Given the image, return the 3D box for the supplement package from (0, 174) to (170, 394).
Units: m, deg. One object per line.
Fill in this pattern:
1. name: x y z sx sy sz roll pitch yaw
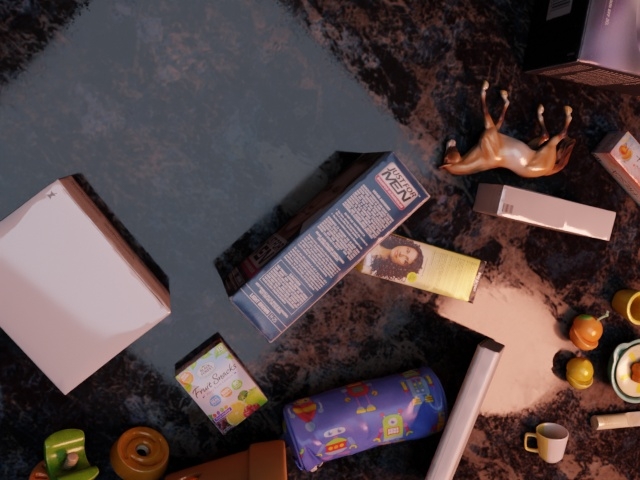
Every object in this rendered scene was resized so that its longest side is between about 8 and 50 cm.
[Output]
1. supplement package: -0.397 0.063 1.033 0.204 0.145 0.262 -38 104 -6

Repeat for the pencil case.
1. pencil case: 0.078 0.326 1.195 0.306 0.119 0.133 -13 101 -12

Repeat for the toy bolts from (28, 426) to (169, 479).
1. toy bolts: -0.354 0.442 1.089 0.218 0.228 0.159 -1 133 -39

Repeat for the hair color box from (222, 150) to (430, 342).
1. hair color box: 0.000 0.000 1.104 0.347 0.174 0.105 -42 103 -5

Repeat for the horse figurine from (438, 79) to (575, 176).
1. horse figurine: 0.365 -0.183 1.223 0.263 0.066 0.175 14 88 -12

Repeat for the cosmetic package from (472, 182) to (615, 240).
1. cosmetic package: 0.419 -0.056 1.236 0.238 0.099 0.061 12 92 -15

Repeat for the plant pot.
1. plant pot: -0.154 0.486 1.086 0.203 0.291 0.291 -2 98 -4

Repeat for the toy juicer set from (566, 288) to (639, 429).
1. toy juicer set: 0.610 0.277 1.331 0.209 0.089 0.329 -21 102 -10

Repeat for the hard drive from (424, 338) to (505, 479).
1. hard drive: 0.260 0.334 1.207 0.040 0.203 0.308 21 92 19

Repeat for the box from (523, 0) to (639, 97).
1. box: 0.561 -0.428 1.177 0.293 0.183 0.297 7 96 -16

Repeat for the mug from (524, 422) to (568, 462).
1. mug: 0.462 0.412 1.339 0.062 0.078 0.064 -20 114 -43

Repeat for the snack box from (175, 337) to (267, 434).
1. snack box: -0.175 0.259 1.168 0.100 0.037 0.141 -37 104 -7

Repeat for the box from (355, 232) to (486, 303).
1. box: 0.183 0.045 1.214 0.232 0.058 0.087 15 94 -15

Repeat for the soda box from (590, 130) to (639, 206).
1. soda box: 0.620 -0.132 1.290 0.183 0.063 0.058 42 86 -16
